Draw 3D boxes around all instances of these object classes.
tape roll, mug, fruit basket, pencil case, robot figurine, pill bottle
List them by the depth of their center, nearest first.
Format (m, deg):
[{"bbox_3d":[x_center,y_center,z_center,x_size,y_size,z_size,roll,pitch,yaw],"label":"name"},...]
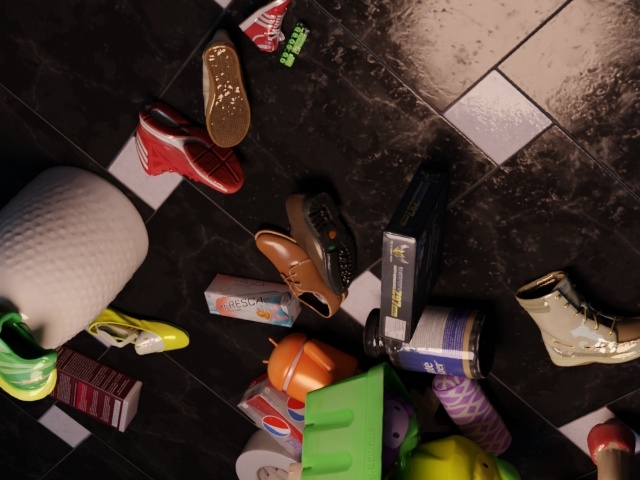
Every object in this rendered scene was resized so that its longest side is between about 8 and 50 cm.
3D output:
[{"bbox_3d":[0.165,0.426,1.739,0.392,0.392,0.283,5,154,24],"label":"fruit basket"},{"bbox_3d":[0.195,0.177,1.753,0.219,0.123,0.123,4,129,25],"label":"pill bottle"},{"bbox_3d":[0.286,0.325,1.865,0.206,0.086,0.088,58,164,-22],"label":"pencil case"},{"bbox_3d":[-0.575,0.049,1.894,0.374,0.328,0.276,11,132,19],"label":"mug"},{"bbox_3d":[-0.010,0.261,1.931,0.219,0.158,0.128,24,93,7],"label":"robot figurine"},{"bbox_3d":[-0.082,0.529,2.239,0.219,0.072,0.219,14,133,15],"label":"tape roll"}]

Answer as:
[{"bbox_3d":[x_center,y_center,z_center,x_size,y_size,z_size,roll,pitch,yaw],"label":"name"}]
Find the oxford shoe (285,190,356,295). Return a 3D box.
[{"bbox_3d":[0.000,0.000,1.746,0.096,0.083,0.227,14,135,42],"label":"oxford shoe"}]

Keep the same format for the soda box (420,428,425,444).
[{"bbox_3d":[0.107,0.389,2.004,0.210,0.067,0.071,9,87,20],"label":"soda box"}]

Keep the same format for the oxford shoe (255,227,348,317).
[{"bbox_3d":[-0.042,0.060,1.810,0.212,0.076,0.076,41,136,-8],"label":"oxford shoe"}]

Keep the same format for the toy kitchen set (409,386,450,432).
[{"bbox_3d":[0.221,0.328,1.943,0.068,0.075,0.083,37,110,49],"label":"toy kitchen set"}]

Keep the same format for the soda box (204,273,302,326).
[{"bbox_3d":[-0.132,0.117,1.912,0.183,0.063,0.058,7,131,22],"label":"soda box"}]

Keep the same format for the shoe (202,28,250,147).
[{"bbox_3d":[-0.157,-0.250,1.620,0.076,0.058,0.219,-6,136,-8],"label":"shoe"}]

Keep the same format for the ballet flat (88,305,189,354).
[{"bbox_3d":[-0.401,0.207,2.119,0.231,0.077,0.077,16,133,15],"label":"ballet flat"}]

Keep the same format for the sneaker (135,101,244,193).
[{"bbox_3d":[-0.238,-0.143,1.744,0.221,0.087,0.128,42,144,6],"label":"sneaker"}]

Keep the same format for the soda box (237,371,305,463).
[{"bbox_3d":[-0.047,0.398,2.098,0.263,0.083,0.092,44,135,-14],"label":"soda box"}]

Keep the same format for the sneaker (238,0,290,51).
[{"bbox_3d":[-0.069,-0.335,1.502,0.118,0.042,0.067,-23,111,48],"label":"sneaker"}]

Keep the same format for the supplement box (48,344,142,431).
[{"bbox_3d":[-0.552,0.348,2.323,0.239,0.073,0.130,24,134,5],"label":"supplement box"}]

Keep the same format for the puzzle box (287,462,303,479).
[{"bbox_3d":[0.168,0.531,2.043,0.409,0.052,0.272,-9,143,28],"label":"puzzle box"}]

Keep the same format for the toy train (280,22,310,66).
[{"bbox_3d":[-0.040,-0.307,1.530,0.023,0.017,0.083,25,136,-8],"label":"toy train"}]

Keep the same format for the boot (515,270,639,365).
[{"bbox_3d":[0.444,0.122,1.611,0.213,0.077,0.165,-17,117,40],"label":"boot"}]

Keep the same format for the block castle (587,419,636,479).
[{"bbox_3d":[0.646,0.538,1.781,0.453,0.213,0.303,23,123,-1],"label":"block castle"}]

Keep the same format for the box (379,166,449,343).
[{"bbox_3d":[0.153,0.025,1.600,0.059,0.183,0.233,14,132,16],"label":"box"}]

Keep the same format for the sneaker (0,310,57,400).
[{"bbox_3d":[-0.579,0.160,1.704,0.295,0.109,0.123,30,113,4],"label":"sneaker"}]
